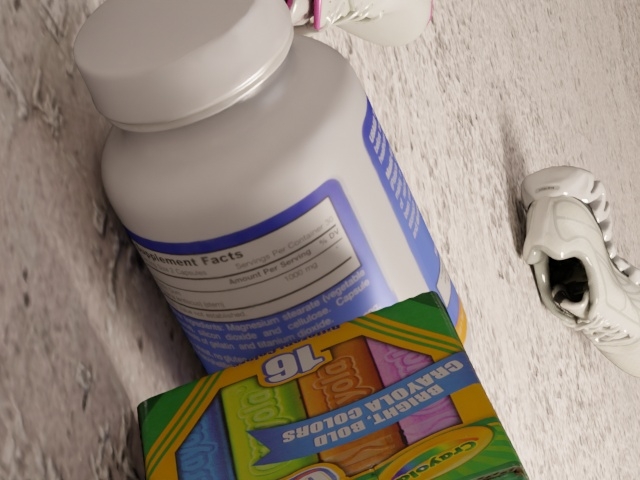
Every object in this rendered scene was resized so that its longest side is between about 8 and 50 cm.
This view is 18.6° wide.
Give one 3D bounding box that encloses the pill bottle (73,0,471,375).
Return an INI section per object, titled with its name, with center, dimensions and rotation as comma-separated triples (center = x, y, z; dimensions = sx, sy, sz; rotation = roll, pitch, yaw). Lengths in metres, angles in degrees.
[pill bottle]
center = -0.029, -0.018, 1.082
dimensions = 0.152, 0.152, 0.272
rotation = -79, 149, -52

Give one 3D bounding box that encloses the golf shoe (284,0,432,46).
[golf shoe]
center = -0.015, -0.185, 1.341
dimensions = 0.306, 0.115, 0.140
rotation = 34, 54, -53

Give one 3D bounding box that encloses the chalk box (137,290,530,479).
[chalk box]
center = 0.029, 0.177, 0.934
dimensions = 0.289, 0.179, 0.180
rotation = -112, -179, -68

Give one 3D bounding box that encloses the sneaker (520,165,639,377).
[sneaker]
center = 0.285, 0.059, 2.043
dimensions = 0.292, 0.110, 0.118
rotation = 52, 36, -34
